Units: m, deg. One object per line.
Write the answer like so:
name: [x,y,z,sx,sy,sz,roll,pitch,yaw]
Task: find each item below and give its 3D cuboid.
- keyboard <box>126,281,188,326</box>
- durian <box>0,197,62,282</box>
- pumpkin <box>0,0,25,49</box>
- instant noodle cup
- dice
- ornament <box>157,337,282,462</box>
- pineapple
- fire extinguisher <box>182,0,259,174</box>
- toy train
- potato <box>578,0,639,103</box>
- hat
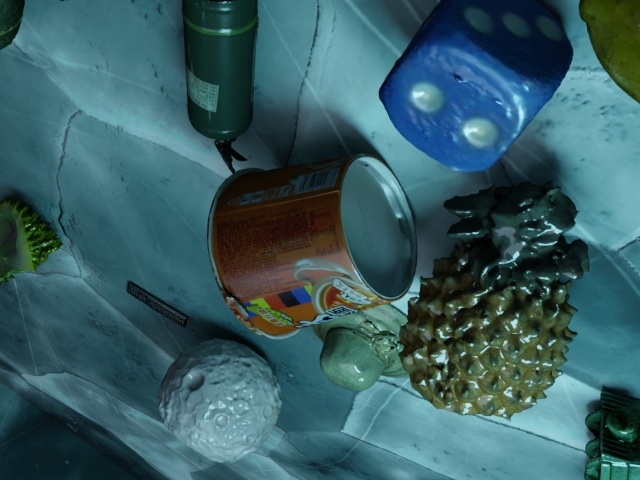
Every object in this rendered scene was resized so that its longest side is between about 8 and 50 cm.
keyboard: [-0.364,0.143,1.547,0.155,0.010,0.053,31,145,1]
durian: [-0.674,0.015,1.487,0.352,0.169,0.158,-13,125,45]
pumpkin: [-0.499,-0.350,0.959,0.190,0.146,0.190,10,116,21]
instant noodle cup: [0.000,0.000,0.937,0.192,0.250,0.250,-13,125,34]
dice: [0.154,-0.166,0.699,0.146,0.146,0.143,34,142,-3]
ornament: [-0.202,0.327,1.454,0.259,0.225,0.259,35,171,6]
pineapple: [0.225,0.049,0.869,0.223,0.223,0.357,19,131,17]
fire extinguisher: [-0.129,-0.210,0.904,0.118,0.093,0.294,47,151,25]
toy train: [0.507,0.377,1.093,0.178,0.138,0.330,2,133,21]
potato: [0.388,-0.151,0.543,0.369,0.176,0.195,21,170,21]
hat: [0.059,0.204,1.227,0.252,0.110,0.252,19,143,16]
